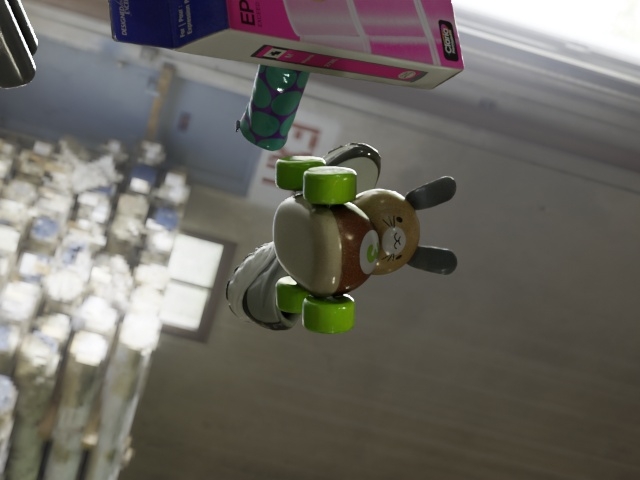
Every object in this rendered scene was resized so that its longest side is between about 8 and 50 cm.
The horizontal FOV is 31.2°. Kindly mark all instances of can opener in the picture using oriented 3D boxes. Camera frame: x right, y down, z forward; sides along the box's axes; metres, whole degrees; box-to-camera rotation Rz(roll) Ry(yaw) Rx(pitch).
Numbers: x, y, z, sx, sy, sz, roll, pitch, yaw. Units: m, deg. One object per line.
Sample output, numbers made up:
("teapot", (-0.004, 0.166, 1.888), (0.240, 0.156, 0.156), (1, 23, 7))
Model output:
("can opener", (-0.293, -0.261, 1.020), (0.283, 0.095, 0.076), (78, 3, -50))

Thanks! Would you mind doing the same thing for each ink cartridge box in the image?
("ink cartridge box", (-0.028, -0.254, 1.098), (0.069, 0.371, 0.175), (-28, -114, 52))

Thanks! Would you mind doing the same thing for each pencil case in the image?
("pencil case", (-0.052, -0.176, 1.334), (0.151, 0.064, 0.070), (114, -29, -48))

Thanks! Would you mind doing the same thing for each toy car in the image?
("toy car", (0.057, -0.004, 1.150), (0.149, 0.188, 0.155), (-151, -121, -64))

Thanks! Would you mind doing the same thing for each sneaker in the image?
("sneaker", (0.000, 0.000, 1.432), (0.108, 0.100, 0.271), (25, -102, 48))
